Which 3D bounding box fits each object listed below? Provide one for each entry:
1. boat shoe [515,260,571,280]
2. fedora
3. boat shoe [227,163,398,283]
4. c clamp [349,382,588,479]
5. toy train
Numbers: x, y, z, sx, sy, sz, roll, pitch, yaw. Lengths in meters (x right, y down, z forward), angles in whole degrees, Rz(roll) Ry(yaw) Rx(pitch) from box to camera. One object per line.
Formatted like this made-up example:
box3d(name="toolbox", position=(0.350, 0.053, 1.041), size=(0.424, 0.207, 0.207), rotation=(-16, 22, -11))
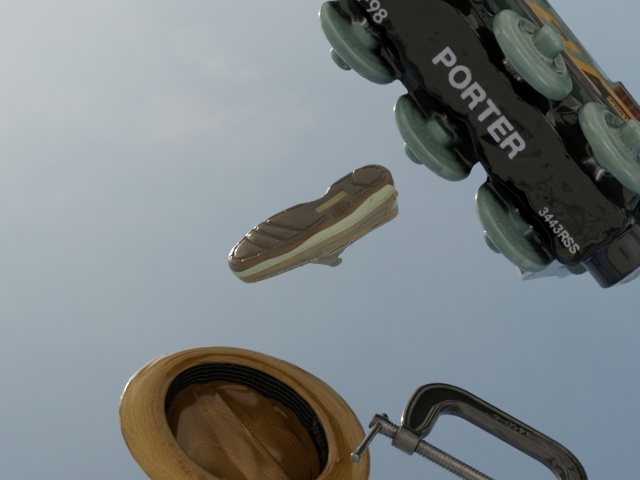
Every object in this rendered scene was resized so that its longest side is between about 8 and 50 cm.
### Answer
box3d(name="boat shoe", position=(0.254, -0.005, 1.467), size=(0.219, 0.078, 0.070), rotation=(0, -119, -62))
box3d(name="fedora", position=(-0.060, 0.158, 1.011), size=(0.194, 0.079, 0.194), rotation=(12, -147, -8))
box3d(name="boat shoe", position=(0.000, 0.000, 1.397), size=(0.190, 0.072, 0.068), rotation=(-29, -145, -11))
box3d(name="c clamp", position=(0.106, 0.151, 0.954), size=(0.161, 0.022, 0.137), rotation=(26, -152, 4))
box3d(name="toy train", position=(0.137, -0.115, 1.031), size=(0.334, 0.142, 0.190), rotation=(51, -153, 3))
